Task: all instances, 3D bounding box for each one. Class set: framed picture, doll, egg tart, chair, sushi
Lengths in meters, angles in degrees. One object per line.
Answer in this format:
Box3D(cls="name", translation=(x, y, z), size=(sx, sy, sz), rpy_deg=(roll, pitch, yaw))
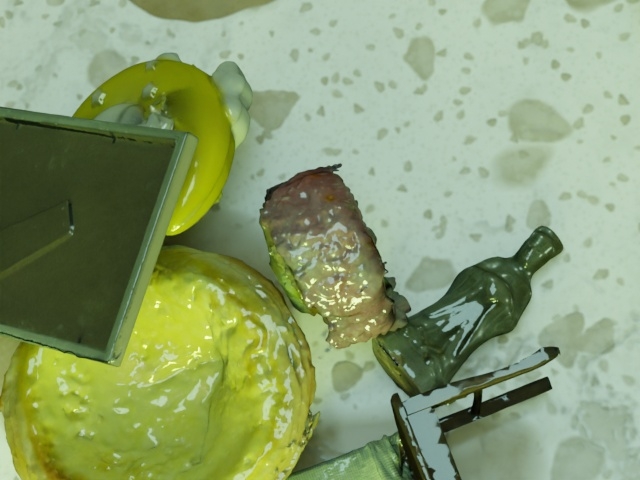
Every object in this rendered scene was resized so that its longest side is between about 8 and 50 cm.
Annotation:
Box3D(cls="framed picture", translation=(-0.270, -0.012, 1.705), size=(0.315, 0.024, 0.232), rpy_deg=(11, 78, 39))
Box3D(cls="doll", translation=(-0.184, -0.085, 1.767), size=(0.237, 0.111, 0.252), rpy_deg=(3, 60, 32))
Box3D(cls="egg tart", translation=(-0.152, 0.155, 1.687), size=(0.314, 0.120, 0.315), rpy_deg=(-3, 70, 8))
Box3D(cls="chair", translation=(0.088, 0.229, 1.600), size=(0.319, 0.186, 0.160), rpy_deg=(-21, 75, -2))
Box3D(cls="sushi", translation=(-0.004, -0.009, 1.674), size=(0.107, 0.161, 0.241), rpy_deg=(-24, 53, 0))

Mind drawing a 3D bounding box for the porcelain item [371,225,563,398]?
Box3D(cls="porcelain item", translation=(0.155, 0.065, 1.712), size=(0.215, 0.069, 0.081), rpy_deg=(-38, 66, -11))
